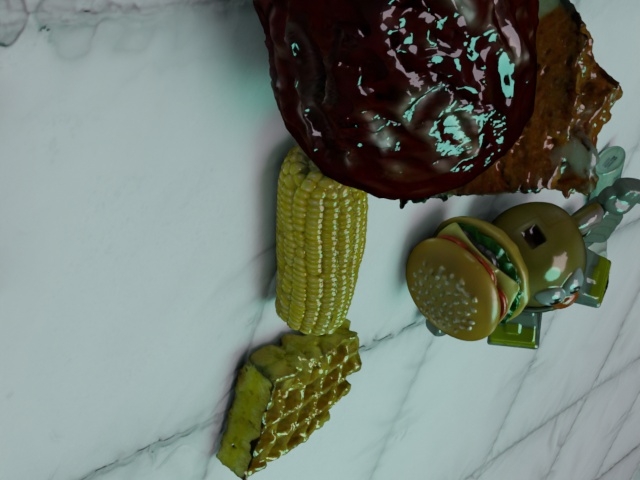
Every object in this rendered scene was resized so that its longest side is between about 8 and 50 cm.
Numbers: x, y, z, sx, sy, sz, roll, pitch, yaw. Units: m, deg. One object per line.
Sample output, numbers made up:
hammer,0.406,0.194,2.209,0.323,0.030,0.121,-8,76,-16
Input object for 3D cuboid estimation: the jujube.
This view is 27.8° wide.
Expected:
jujube,0.070,-0.189,1.075,0.258,0.258,0.376,-48,158,-18

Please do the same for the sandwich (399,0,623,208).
sandwich,0.222,-0.154,1.433,0.109,0.212,0.292,-19,124,-73

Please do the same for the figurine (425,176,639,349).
figurine,0.303,0.035,1.808,0.342,0.167,0.285,-52,158,-11

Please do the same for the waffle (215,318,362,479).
waffle,-0.022,0.170,1.518,0.211,0.055,0.160,-27,142,-46

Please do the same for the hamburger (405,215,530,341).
hamburger,0.187,0.050,1.641,0.115,0.162,0.162,-36,148,-34

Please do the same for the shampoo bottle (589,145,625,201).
shampoo bottle,0.464,-0.073,2.119,0.069,0.041,0.190,-50,155,-27

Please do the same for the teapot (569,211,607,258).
teapot,0.402,0.018,2.066,0.145,0.092,0.226,-52,151,-13

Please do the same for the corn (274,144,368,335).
corn,0.000,0.000,1.323,0.093,0.093,0.244,-40,151,-32
